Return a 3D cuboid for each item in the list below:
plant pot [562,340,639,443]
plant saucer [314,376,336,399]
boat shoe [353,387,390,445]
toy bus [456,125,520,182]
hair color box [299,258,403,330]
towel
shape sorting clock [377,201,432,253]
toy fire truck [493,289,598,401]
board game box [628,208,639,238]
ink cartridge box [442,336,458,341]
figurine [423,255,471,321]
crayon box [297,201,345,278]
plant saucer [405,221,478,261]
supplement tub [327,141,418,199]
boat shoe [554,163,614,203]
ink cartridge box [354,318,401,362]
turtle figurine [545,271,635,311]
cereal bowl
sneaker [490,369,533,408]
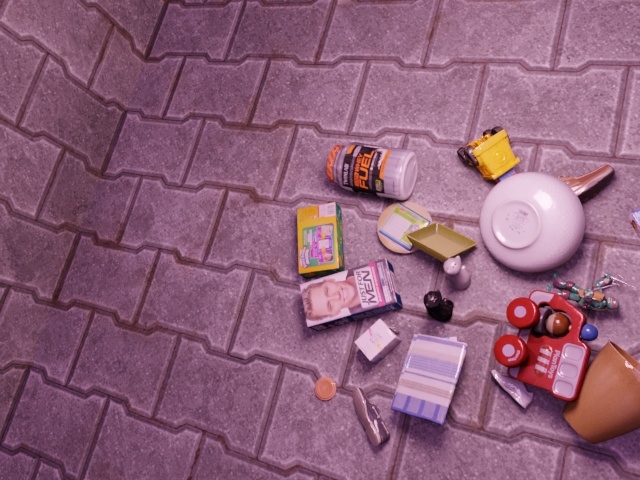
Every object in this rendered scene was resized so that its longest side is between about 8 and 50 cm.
[{"bbox_3d":[0.843,0.463,1.574,0.254,0.237,0.237,-50,62,17],"label":"plant pot"},{"bbox_3d":[0.018,0.541,1.977,0.084,0.013,0.083,-6,71,19],"label":"plant saucer"},{"bbox_3d":[0.176,0.606,1.880,0.065,0.075,0.206,-8,55,-27],"label":"boat shoe"},{"bbox_3d":[0.617,-0.283,1.937,0.150,0.220,0.211,-36,96,3],"label":"toy bus"},{"bbox_3d":[0.111,0.205,2.001,0.348,0.105,0.173,-19,67,16],"label":"hair color box"},{"bbox_3d":[0.361,0.453,1.799,0.209,0.034,0.284,3,60,42],"label":"towel"},{"bbox_3d":[0.318,-0.050,2.038,0.207,0.040,0.206,-4,75,15],"label":"shape sorting clock"},{"bbox_3d":[0.700,0.313,1.656,0.254,0.169,0.301,13,78,44],"label":"toy fire truck"},{"bbox_3d":[1.190,-0.006,1.663,0.318,0.066,0.318,-24,66,13],"label":"board game box"},{"bbox_3d":[0.449,0.375,1.852,0.048,0.028,0.083,-9,69,20],"label":"ink cartridge box"},{"bbox_3d":[0.426,0.158,1.831,0.092,0.209,0.214,29,85,26],"label":"figurine"},{"bbox_3d":[0.000,0.000,2.125,0.166,0.081,0.278,-9,70,19],"label":"crayon box"},{"bbox_3d":[0.426,0.012,1.913,0.188,0.188,0.045,32,127,38],"label":"plant saucer"},{"bbox_3d":[0.197,-0.271,2.075,0.316,0.193,0.193,12,78,25],"label":"supplement tub"},{"bbox_3d":[0.830,-0.171,1.833,0.325,0.123,0.116,-32,62,8],"label":"boat shoe"},{"bbox_3d":[0.212,0.352,1.920,0.143,0.092,0.090,-43,62,2],"label":"ink cartridge box"},{"bbox_3d":[0.847,0.166,1.703,0.234,0.175,0.118,11,108,35],"label":"turtle figurine"},{"bbox_3d":[0.666,-0.057,1.767,0.339,0.141,0.338,5,98,45],"label":"cereal bowl"},{"bbox_3d":[0.617,0.470,1.747,0.061,0.053,0.152,-43,69,-7],"label":"sneaker"}]
